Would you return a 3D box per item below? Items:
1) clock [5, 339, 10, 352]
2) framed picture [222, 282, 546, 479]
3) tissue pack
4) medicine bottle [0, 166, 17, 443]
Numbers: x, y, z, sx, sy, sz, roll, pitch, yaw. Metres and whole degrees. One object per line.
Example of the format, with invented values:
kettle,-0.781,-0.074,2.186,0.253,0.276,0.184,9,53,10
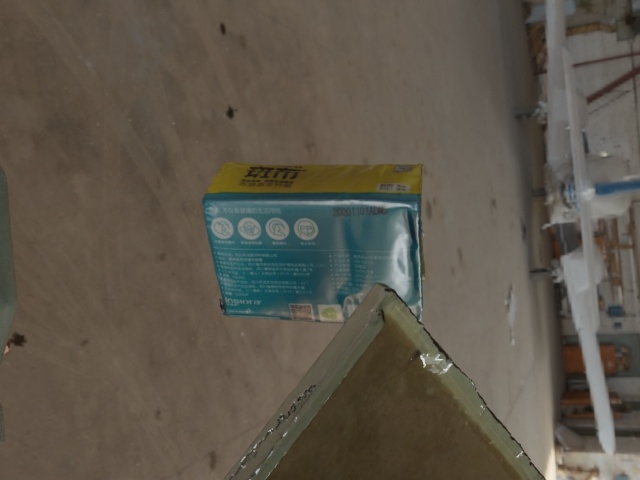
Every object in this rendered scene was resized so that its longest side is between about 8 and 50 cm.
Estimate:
clock,-0.851,0.162,1.523,0.142,0.241,0.227,115,-40,-56
framed picture,0.039,0.177,0.374,0.209,0.019,0.281,-50,130,-14
tissue pack,0.000,0.000,0.863,0.134,0.271,0.192,-68,157,-58
medicine bottle,-0.423,0.072,0.651,0.245,0.245,0.289,19,59,-65
